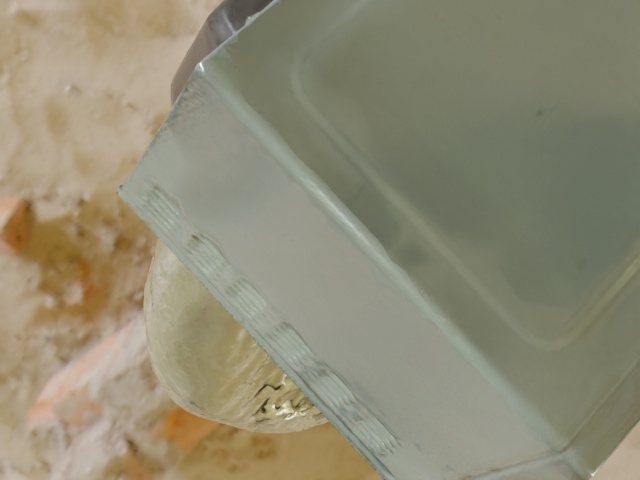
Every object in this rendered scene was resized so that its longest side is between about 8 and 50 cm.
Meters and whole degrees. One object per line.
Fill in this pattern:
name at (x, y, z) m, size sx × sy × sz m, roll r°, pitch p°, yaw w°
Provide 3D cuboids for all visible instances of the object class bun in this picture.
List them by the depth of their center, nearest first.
bun at (-0.004, 0.003, 0.964) m, size 0.168 × 0.273 × 0.273 m, roll 51°, pitch 135°, yaw 27°

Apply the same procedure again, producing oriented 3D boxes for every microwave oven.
microwave oven at (0.095, -0.058, 0.676) m, size 0.237 × 0.295 × 0.181 m, roll 46°, pitch 157°, yaw -1°
